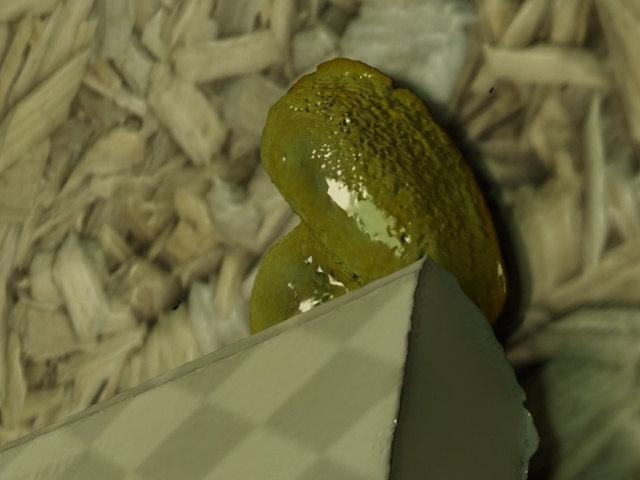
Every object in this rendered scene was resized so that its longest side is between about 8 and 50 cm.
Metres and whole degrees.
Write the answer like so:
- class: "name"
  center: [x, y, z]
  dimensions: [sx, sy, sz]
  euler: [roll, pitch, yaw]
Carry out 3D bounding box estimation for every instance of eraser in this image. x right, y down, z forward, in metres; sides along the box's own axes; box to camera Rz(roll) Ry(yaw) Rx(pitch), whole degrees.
- class: "eraser"
  center: [-0.083, 0.170, 0.704]
  dimensions: [0.397, 0.082, 0.213]
  euler: [-25, 41, 41]

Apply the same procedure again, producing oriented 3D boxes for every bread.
- class: "bread"
  center: [0.000, 0.000, 0.723]
  dimensions: [0.149, 0.065, 0.188]
  euler: [-54, 48, 30]
